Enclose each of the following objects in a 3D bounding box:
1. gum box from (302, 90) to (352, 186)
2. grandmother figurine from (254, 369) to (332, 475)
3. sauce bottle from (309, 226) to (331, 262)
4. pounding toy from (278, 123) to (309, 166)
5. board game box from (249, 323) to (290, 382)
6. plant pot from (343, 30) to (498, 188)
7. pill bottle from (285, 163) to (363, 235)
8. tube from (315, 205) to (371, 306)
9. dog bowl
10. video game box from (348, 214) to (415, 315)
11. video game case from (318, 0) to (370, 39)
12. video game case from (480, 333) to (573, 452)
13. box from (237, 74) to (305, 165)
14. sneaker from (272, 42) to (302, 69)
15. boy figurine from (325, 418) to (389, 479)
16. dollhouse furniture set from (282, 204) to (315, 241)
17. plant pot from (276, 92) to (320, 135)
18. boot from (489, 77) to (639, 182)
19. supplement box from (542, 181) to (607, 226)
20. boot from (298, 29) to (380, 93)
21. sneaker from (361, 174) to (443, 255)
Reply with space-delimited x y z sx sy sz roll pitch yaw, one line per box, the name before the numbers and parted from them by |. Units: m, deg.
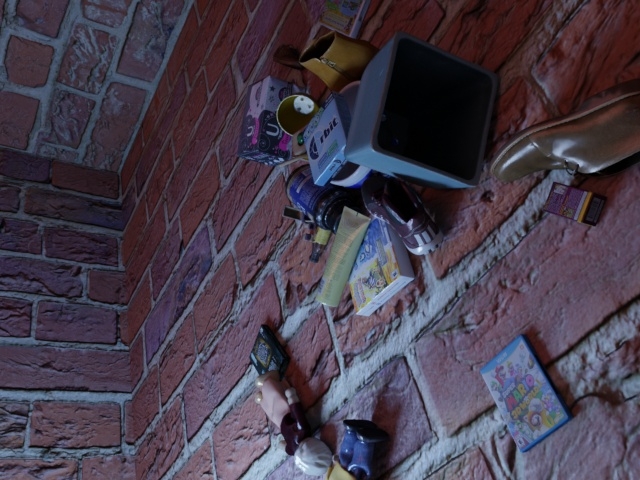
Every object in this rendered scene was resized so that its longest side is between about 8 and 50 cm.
gum box | 0.022 -0.255 1.560 0.157 0.041 0.184 -48 42 41
grandmother figurine | -0.073 0.480 1.638 0.342 0.104 0.207 43 144 51
sauce bottle | 0.000 0.000 1.715 0.042 0.042 0.128 39 111 56
pounding toy | -0.025 -0.257 1.741 0.130 0.141 0.100 -22 63 54
board game box | -0.156 0.354 1.869 0.186 0.026 0.126 46 119 53
plant pot | 0.180 -0.243 1.312 0.252 0.248 0.247 -10 65 67
pill bottle | 0.011 -0.103 1.636 0.219 0.123 0.122 44 118 40
tube | 0.054 0.043 1.519 0.062 0.070 0.240 -63 -9 -79
dog bowl | 0.105 -0.261 1.569 0.265 0.104 0.264 -25 60 54
video game box | 0.130 0.048 1.487 0.187 0.048 0.205 -50 42 43
video game case | 0.084 -0.714 1.825 0.227 0.026 0.206 49 121 51
video game case | 0.354 0.265 1.086 0.119 0.015 0.166 -55 38 34
box | -0.160 -0.380 1.998 0.163 0.142 0.247 -1 80 59
sneaker | -0.108 -0.616 2.062 0.188 0.066 0.071 39 112 55
boy figurine | 0.073 0.552 1.377 0.177 0.092 0.285 12 92 58
dollhouse furniture set | -0.049 -0.051 1.746 0.081 0.114 0.090 3 81 54
plant pot | -0.057 -0.391 1.870 0.134 0.134 0.095 -55 12 33
boot | 0.415 -0.147 1.043 0.305 0.112 0.115 -28 68 50
supplement box | 0.426 -0.062 1.046 0.083 0.043 0.054 33 109 56
boot | 0.029 -0.438 1.646 0.295 0.211 0.104 -35 51 49
sneaker | 0.159 -0.101 1.358 0.106 0.162 0.281 -39 45 -2
